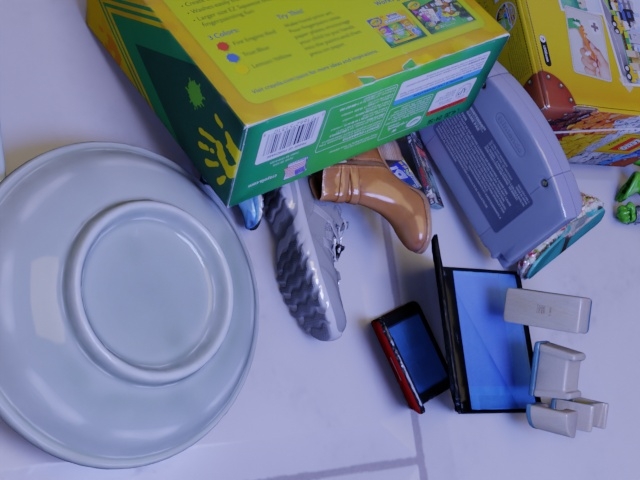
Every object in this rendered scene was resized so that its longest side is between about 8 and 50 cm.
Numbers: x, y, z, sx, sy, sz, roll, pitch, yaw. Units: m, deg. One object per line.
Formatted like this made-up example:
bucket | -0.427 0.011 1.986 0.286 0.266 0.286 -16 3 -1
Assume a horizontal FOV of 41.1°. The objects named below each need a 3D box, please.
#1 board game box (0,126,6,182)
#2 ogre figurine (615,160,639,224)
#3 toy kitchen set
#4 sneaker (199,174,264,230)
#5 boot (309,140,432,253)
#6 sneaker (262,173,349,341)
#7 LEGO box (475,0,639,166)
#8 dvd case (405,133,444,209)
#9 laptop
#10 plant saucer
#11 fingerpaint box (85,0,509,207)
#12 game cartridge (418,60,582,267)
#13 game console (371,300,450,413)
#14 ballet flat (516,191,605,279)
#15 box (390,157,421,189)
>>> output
board game box | -0.504 -0.182 1.002 0.224 0.097 0.303 -3 77 -29
ogre figurine | 0.616 -0.104 1.561 0.118 0.097 0.197 26 52 -6
toy kitchen set | 0.367 0.184 1.318 0.166 0.122 0.207 6 91 -50
sneaker | -0.132 -0.084 1.197 0.073 0.063 0.162 -25 83 -13
boot | 0.063 -0.063 1.199 0.152 0.073 0.197 -6 63 -36
sneaker | 0.000 0.000 1.201 0.115 0.105 0.281 -8 78 -29
LEGO box | 0.405 -0.398 1.458 0.372 0.193 0.500 0 73 -30
dvd case | 0.164 -0.108 1.341 0.119 0.013 0.087 70 15 7
laptop | 0.250 0.130 1.264 0.136 0.264 0.234 -8 71 8
plant saucer | -0.216 0.066 1.016 0.400 0.100 0.401 11 72 -38
fingerpaint box | -0.035 -0.290 1.176 0.444 0.163 0.371 -25 65 -31
game cartridge | 0.266 -0.128 1.294 0.062 0.198 0.297 -16 71 -38
game console | 0.141 0.165 1.239 0.085 0.124 0.144 -25 86 -4
ballet flat | 0.385 -0.013 1.432 0.241 0.091 0.077 -31 60 -35
box | 0.079 -0.131 1.309 0.054 0.059 0.169 -35 92 -31
